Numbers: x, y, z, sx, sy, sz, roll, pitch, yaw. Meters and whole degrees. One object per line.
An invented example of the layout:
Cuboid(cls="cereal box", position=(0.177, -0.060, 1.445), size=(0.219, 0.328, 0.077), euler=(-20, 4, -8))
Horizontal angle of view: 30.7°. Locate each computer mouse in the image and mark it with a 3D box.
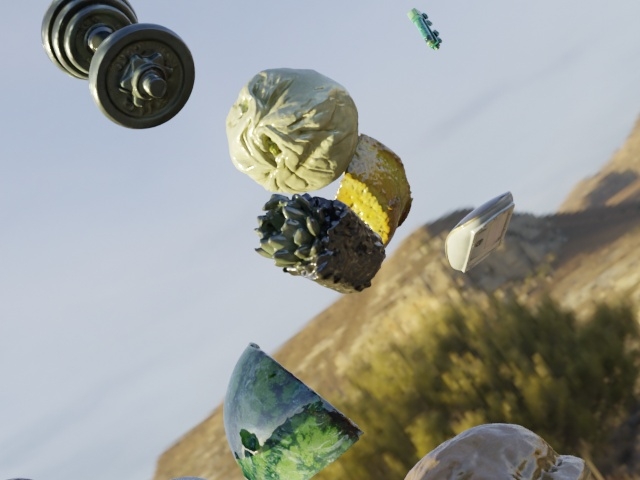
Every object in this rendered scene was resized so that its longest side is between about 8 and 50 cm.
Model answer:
Cuboid(cls="computer mouse", position=(0.228, -0.014, 1.668), size=(0.102, 0.045, 0.199), euler=(-35, -17, -9))

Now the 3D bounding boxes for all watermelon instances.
Cuboid(cls="watermelon", position=(-0.057, 0.281, 1.868), size=(0.180, 0.224, 0.305), euler=(-6, 9, -22))

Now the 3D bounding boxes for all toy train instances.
Cuboid(cls="toy train", position=(0.199, -0.401, 2.209), size=(0.029, 0.092, 0.045), euler=(-39, -30, 25))

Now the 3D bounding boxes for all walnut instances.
Cuboid(cls="walnut", position=(0.329, 0.524, 2.193), size=(0.383, 0.384, 0.383), euler=(-34, -10, -7))

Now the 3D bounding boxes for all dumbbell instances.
Cuboid(cls="dumbbell", position=(-0.344, -0.314, 1.957), size=(0.179, 0.406, 0.179), euler=(-13, -61, -25))

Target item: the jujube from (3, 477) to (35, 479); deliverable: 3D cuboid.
Cuboid(cls="jujube", position=(-0.474, 0.472, 1.848), size=(0.255, 0.190, 0.190), euler=(-4, 16, 44))

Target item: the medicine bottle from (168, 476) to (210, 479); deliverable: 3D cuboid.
Cuboid(cls="medicine bottle", position=(-0.216, 0.591, 2.051), size=(0.202, 0.316, 0.202), euler=(-10, -57, -15))

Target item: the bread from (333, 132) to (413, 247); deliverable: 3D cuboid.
Cuboid(cls="bread", position=(0.083, -0.054, 2.086), size=(0.160, 0.147, 0.261), euler=(-65, -2, -52))

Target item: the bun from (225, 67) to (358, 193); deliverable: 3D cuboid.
Cuboid(cls="bun", position=(-0.054, -0.176, 1.923), size=(0.229, 0.229, 0.145), euler=(-43, 5, 35))

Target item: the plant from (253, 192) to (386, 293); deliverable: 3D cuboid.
Cuboid(cls="plant", position=(0.000, 0.000, 1.763), size=(0.194, 0.132, 0.129), euler=(27, -99, -37))
